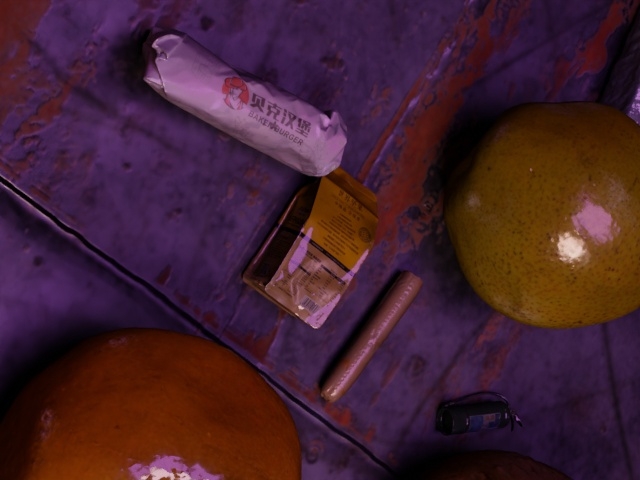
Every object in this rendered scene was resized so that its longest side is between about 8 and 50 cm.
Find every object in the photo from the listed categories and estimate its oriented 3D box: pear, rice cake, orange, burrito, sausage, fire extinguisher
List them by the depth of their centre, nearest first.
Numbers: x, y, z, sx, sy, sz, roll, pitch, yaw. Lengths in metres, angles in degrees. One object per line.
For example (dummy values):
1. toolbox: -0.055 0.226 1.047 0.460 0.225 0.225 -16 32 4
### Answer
1. orange: -0.122 0.181 1.418 0.249 0.183 0.249 -6 102 -32
2. burrito: -0.061 -0.107 1.492 0.203 0.064 0.064 25 83 -32
3. pear: 0.202 -0.023 1.606 0.198 0.198 0.198 -5 99 -32
4. sausage: 0.043 0.081 1.606 0.024 0.024 0.132 45 71 -29
5. fire extinguisher: 0.142 0.152 1.680 0.083 0.025 0.038 -2 75 -32
6. rice cake: 0.297 -0.137 1.717 0.069 0.063 0.206 26 81 -27

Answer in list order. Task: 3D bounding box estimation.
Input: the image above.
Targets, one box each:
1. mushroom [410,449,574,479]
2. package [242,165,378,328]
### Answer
1. mushroom: 0.146 0.302 1.634 0.253 0.153 0.253 0 89 -25
2. package: 0.000 0.000 1.553 0.071 0.047 0.131 40 77 -27
